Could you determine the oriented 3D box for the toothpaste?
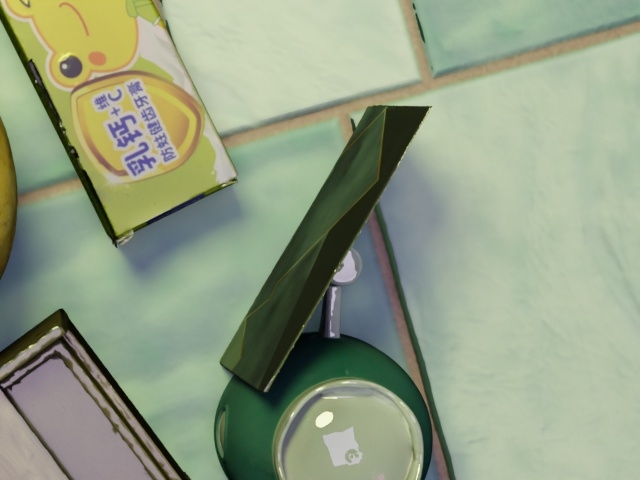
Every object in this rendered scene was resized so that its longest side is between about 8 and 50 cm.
[{"bbox_3d":[-0.183,-0.165,1.365,0.110,0.077,0.327,-27,95,-9],"label":"toothpaste"}]

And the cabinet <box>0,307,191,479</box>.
[{"bbox_3d":[-0.196,0.165,1.297,0.148,0.215,0.175,-37,96,-7],"label":"cabinet"}]

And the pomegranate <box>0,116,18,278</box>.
[{"bbox_3d":[-0.334,-0.041,1.254,0.260,0.260,0.260,0,91,-9],"label":"pomegranate"}]

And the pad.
[{"bbox_3d":[0.000,0.000,1.352,0.004,0.163,0.243,31,85,-15],"label":"pad"}]

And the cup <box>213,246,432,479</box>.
[{"bbox_3d":[0.009,0.152,1.351,0.167,0.173,0.300,1,91,-8],"label":"cup"}]
